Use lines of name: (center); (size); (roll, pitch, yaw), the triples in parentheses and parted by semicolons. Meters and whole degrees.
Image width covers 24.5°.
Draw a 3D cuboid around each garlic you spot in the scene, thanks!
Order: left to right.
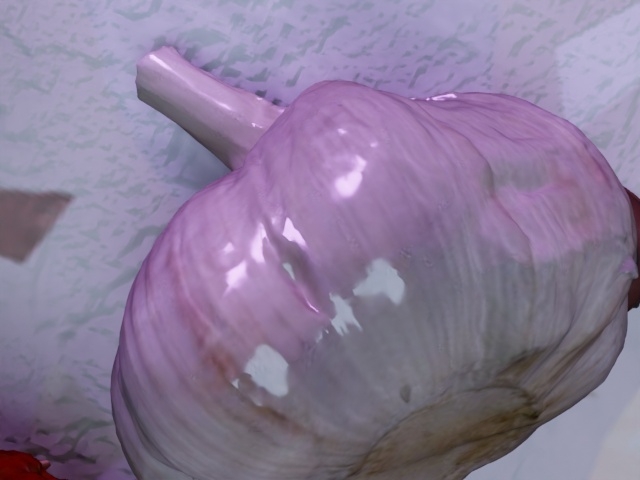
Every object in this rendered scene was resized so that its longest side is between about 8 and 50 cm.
garlic: (0.000, 0.000, 0.587); (0.218, 0.218, 0.212); (-36, 65, 7)

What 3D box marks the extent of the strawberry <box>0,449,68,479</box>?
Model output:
strawberry: (-0.168, 0.201, 0.604); (0.261, 0.257, 0.261); (-5, 79, 27)

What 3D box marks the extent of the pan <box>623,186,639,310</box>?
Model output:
pan: (0.137, 0.020, 0.655); (0.115, 0.023, 0.068); (34, 100, -10)
